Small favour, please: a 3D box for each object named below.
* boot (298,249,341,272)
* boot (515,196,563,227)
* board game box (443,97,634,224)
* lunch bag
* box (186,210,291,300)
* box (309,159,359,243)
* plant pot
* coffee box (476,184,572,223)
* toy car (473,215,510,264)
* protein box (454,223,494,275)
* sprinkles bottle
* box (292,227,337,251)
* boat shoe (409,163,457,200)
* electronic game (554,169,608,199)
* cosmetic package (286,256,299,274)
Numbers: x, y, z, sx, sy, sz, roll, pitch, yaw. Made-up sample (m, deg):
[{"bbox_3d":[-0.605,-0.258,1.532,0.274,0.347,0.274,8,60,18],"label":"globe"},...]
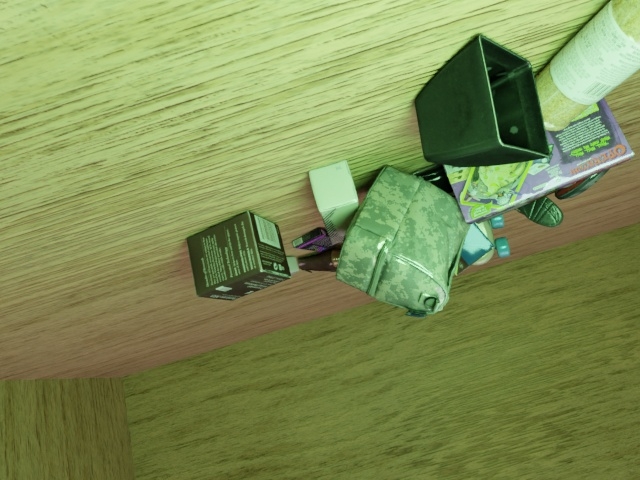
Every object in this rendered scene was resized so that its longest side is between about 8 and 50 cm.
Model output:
[{"bbox_3d":[0.033,0.085,1.731,0.206,0.090,0.248,-7,166,10],"label":"boot"},{"bbox_3d":[0.693,-0.122,1.459,0.178,0.236,0.085,-1,122,-50],"label":"boot"},{"bbox_3d":[0.453,-0.197,0.990,0.346,0.208,0.056,-23,161,24],"label":"board game box"},{"bbox_3d":[0.206,0.006,1.056,0.255,0.305,0.213,22,139,13],"label":"lunch bag"},{"bbox_3d":[-0.216,0.048,1.199,0.203,0.167,0.168,-22,162,18],"label":"box"},{"bbox_3d":[0.045,-0.086,1.124,0.094,0.113,0.275,-16,161,3],"label":"box"},{"bbox_3d":[0.284,-0.225,0.821,0.188,0.188,0.166,-1,170,-40],"label":"plant pot"},{"bbox_3d":[0.571,-0.170,1.324,0.297,0.119,0.168,-24,162,22],"label":"coffee box"},{"bbox_3d":[0.595,-0.015,1.726,0.219,0.211,0.238,-11,178,20],"label":"toy car"},{"bbox_3d":[0.402,-0.024,1.362,0.136,0.200,0.201,-40,173,14],"label":"protein box"},{"bbox_3d":[0.499,-0.333,0.755,0.121,0.121,0.355,-10,162,-20],"label":"sprinkles bottle"},{"bbox_3d":[0.000,0.000,1.482,0.116,0.029,0.162,-26,159,30],"label":"box"},{"bbox_3d":[0.368,-0.158,1.159,0.355,0.133,0.130,-22,160,16],"label":"boat shoe"},{"bbox_3d":[0.811,-0.215,1.366,0.229,0.048,0.229,-49,177,-4],"label":"electronic game"},{"bbox_3d":[-0.199,0.100,1.553,0.238,0.061,0.098,1,154,-44],"label":"cosmetic package"}]
